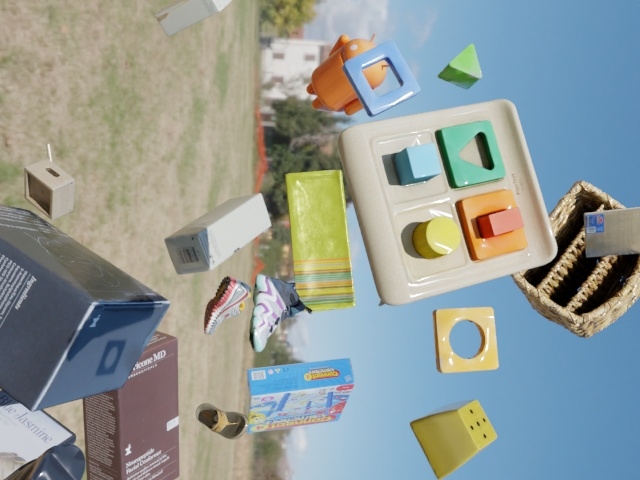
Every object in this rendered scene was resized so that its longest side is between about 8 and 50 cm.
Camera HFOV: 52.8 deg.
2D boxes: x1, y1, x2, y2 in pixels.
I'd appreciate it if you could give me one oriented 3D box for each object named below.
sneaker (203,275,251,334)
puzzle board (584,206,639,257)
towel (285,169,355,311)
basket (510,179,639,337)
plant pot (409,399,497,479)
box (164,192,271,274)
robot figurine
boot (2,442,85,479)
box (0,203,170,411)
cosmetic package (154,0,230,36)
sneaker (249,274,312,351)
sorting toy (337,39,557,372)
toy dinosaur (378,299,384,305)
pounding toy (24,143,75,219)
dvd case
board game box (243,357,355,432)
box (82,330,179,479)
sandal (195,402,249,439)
[{"bbox_3d":[-0.272,0.201,1.857,0.225,0.092,0.088,-52,-151,35],"label":"sneaker"},{"bbox_3d":[0.506,-0.014,1.108,0.128,0.096,0.011,60,32,-47],"label":"puzzle board"},{"bbox_3d":[0.000,0.000,1.092,0.021,0.102,0.238,151,-67,-79],"label":"towel"},{"bbox_3d":[0.628,0.055,1.514,0.213,0.299,0.223,36,-5,44],"label":"basket"},{"bbox_3d":[0.475,0.664,2.229,0.187,0.212,0.212,-41,-112,35],"label":"plant pot"},{"bbox_3d":[-0.236,-0.020,1.530,0.275,0.113,0.094,-40,117,-54],"label":"box"},{"bbox_3d":[0.065,-0.389,1.518,0.219,0.128,0.158,-30,-146,38],"label":"robot figurine"},{"bbox_3d":[-0.394,0.361,0.820,0.106,0.082,0.219,-24,-157,48],"label":"boot"},{"bbox_3d":[-0.541,0.105,1.208,0.212,0.395,0.293,-60,167,1],"label":"box"},{"bbox_3d":[-0.205,-0.378,1.043,0.041,0.115,0.060,58,34,-29],"label":"cosmetic package"},{"bbox_3d":[-0.043,0.082,0.721,0.038,0.069,0.098,109,-14,-51],"label":"sneaker"},{"bbox_3d":[0.133,-0.043,0.637,0.047,0.195,0.348,147,-72,-74],"label":"sorting toy"},{"bbox_3d":[0.246,0.133,2.035,0.053,0.092,0.183,16,-96,50],"label":"toy dinosaur"},{"bbox_3d":[-0.720,-0.158,1.718,0.100,0.141,0.130,-39,159,-46],"label":"pounding toy"},{"bbox_3d":[-0.578,0.357,1.106,0.253,0.180,0.022,-31,145,-59],"label":"dvd case"},{"bbox_3d":[-0.074,0.473,1.955,0.302,0.307,0.086,102,-21,-53],"label":"board game box"},{"bbox_3d":[-0.447,0.419,1.538,0.191,0.143,0.382,-20,114,-56],"label":"box"},{"bbox_3d":[-0.270,0.477,1.713,0.049,0.180,0.072,38,68,-55],"label":"sandal"}]
